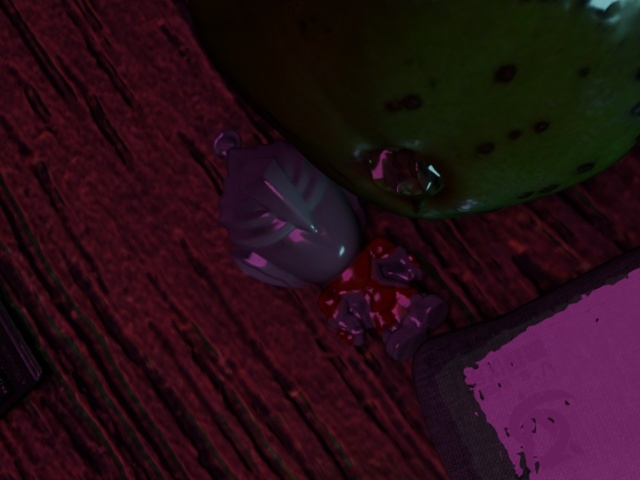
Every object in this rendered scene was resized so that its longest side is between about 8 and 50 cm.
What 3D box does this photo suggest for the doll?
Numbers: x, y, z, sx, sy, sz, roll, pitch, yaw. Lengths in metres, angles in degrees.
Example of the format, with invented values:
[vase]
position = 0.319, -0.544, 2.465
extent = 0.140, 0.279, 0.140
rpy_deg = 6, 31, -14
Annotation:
[doll]
position = 0.000, 0.000, 0.497
extent = 0.180, 0.079, 0.094
rpy_deg = 43, 86, 4

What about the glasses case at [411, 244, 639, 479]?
[glasses case]
position = 0.210, 0.050, 0.415
extent = 0.323, 0.074, 0.131
rpy_deg = -28, 77, 16

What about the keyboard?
[keyboard]
position = -0.293, 0.034, 0.623
extent = 0.093, 0.025, 0.230
rpy_deg = -41, 75, 16

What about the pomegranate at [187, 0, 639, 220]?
[pomegranate]
position = 0.061, -0.145, 0.401
extent = 0.254, 0.254, 0.271
rpy_deg = 1, 76, 20
